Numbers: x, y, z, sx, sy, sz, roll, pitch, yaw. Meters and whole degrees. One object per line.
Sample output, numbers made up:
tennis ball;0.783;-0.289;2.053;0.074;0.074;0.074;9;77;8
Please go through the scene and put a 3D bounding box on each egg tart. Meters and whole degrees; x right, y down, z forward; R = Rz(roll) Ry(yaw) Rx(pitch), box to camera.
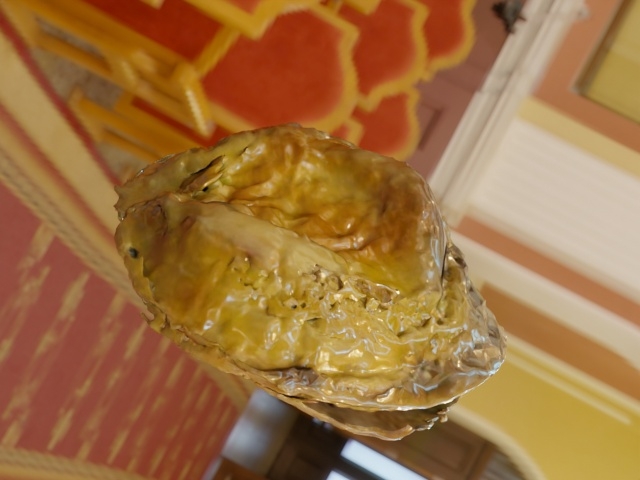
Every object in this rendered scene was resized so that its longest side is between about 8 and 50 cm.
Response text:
egg tart;0.000;0.000;0.905;0.297;0.297;0.132;-51;166;-58
